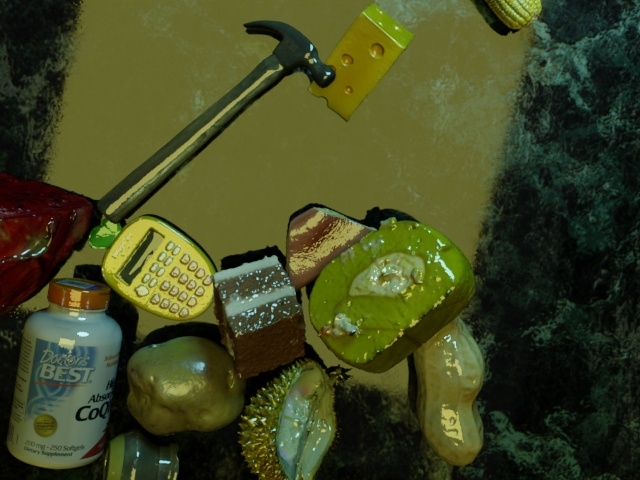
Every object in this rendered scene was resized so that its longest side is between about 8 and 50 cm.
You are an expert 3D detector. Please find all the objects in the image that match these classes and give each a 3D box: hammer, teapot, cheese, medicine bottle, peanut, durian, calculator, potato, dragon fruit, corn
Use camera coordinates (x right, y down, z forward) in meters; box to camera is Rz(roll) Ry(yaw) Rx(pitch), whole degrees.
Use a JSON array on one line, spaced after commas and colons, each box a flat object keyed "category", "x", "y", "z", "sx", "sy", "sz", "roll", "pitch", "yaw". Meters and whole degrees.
[{"category": "hammer", "x": -0.187, "y": -0.184, "z": 1.343, "sx": 0.440, "sy": 0.044, "sz": 0.168, "roll": -42, "pitch": 79, "yaw": 2}, {"category": "teapot", "x": -0.307, "y": 0.397, "z": 1.400, "sx": 0.119, "sy": 0.130, "sz": 0.165, "roll": 9, "pitch": 129, "yaw": -18}, {"category": "cheese", "x": 0.062, "y": -0.289, "z": 1.358, "sx": 0.093, "sy": 0.126, "sz": 0.171, "roll": 37, "pitch": 114, "yaw": -4}, {"category": "medicine bottle", "x": -0.413, "y": 0.210, "z": 1.346, "sx": 0.157, "sy": 0.157, "sz": 0.288, "roll": 10, "pitch": 96, "yaw": -3}, {"category": "peanut", "x": 0.225, "y": 0.252, "z": 1.397, "sx": 0.125, "sy": 0.111, "sz": 0.274, "roll": 0, "pitch": 101, "yaw": 38}, {"category": "durian", "x": -0.053, "y": 0.299, "z": 1.389, "sx": 0.237, "sy": 0.138, "sz": 0.193, "roll": -44, "pitch": 116, "yaw": -41}, {"category": "calculator", "x": -0.283, "y": 0.043, "z": 1.396, "sx": 0.235, "sy": 0.032, "sz": 0.146, "roll": 37, "pitch": 93, "yaw": -7}, {"category": "potato", "x": -0.224, "y": 0.241, "z": 1.373, "sx": 0.201, "sy": 0.137, "sz": 0.154, "roll": -3, "pitch": 124, "yaw": -2}, {"category": "dragon fruit", "x": -0.507, "y": 0.050, "z": 1.248, "sx": 0.228, "sy": 0.329, "sz": 0.285, "roll": 19, "pitch": 94, "yaw": -11}, {"category": "corn", "x": 0.283, "y": -0.434, "z": 1.349, "sx": 0.072, "sy": 0.072, "sz": 0.203, "roll": -39, "pitch": 95, "yaw": 2}]

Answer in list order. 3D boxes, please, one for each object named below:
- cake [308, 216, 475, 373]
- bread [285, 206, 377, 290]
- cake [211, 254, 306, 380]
[{"category": "cake", "x": 0.111, "y": 0.084, "z": 1.329, "sx": 0.260, "sy": 0.156, "sz": 0.179, "roll": -41, "pitch": 67, "yaw": 7}, {"category": "bread", "x": 0.000, "y": 0.000, "z": 1.384, "sx": 0.192, "sy": 0.067, "sz": 0.119, "roll": -30, "pitch": 105, "yaw": 2}, {"category": "cake", "x": -0.105, "y": 0.121, "z": 1.333, "sx": 0.135, "sy": 0.147, "sz": 0.135, "roll": -20, "pitch": 142, "yaw": -21}]
